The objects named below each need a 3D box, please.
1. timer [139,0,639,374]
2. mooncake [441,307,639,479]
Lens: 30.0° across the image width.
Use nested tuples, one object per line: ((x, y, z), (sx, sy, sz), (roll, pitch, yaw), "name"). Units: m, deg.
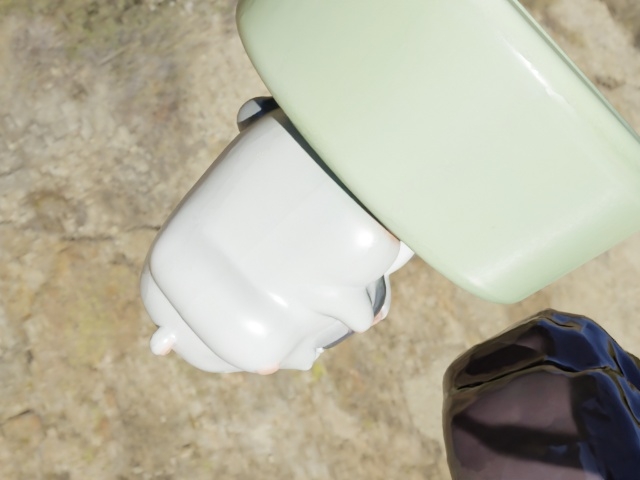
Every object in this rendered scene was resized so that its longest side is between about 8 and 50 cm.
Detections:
((0.015, -0.033, 0.758), (0.291, 0.315, 0.291), (43, 15, -15), "timer")
((0.204, 0.181, 0.832), (0.283, 0.141, 0.283), (51, 18, -24), "mooncake")
